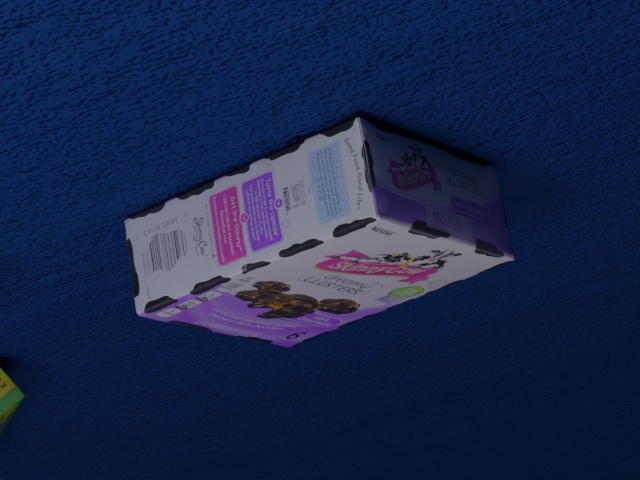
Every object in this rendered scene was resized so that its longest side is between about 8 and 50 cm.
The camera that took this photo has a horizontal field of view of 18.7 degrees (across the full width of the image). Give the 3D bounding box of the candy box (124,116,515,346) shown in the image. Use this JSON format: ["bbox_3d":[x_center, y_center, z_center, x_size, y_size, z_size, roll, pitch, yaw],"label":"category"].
[{"bbox_3d":[0.000,0.000,1.267,0.196,0.070,0.165,-23,157,32],"label":"candy box"}]

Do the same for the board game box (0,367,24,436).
[{"bbox_3d":[-0.377,0.233,1.503,0.317,0.046,0.213,-41,176,-28],"label":"board game box"}]
